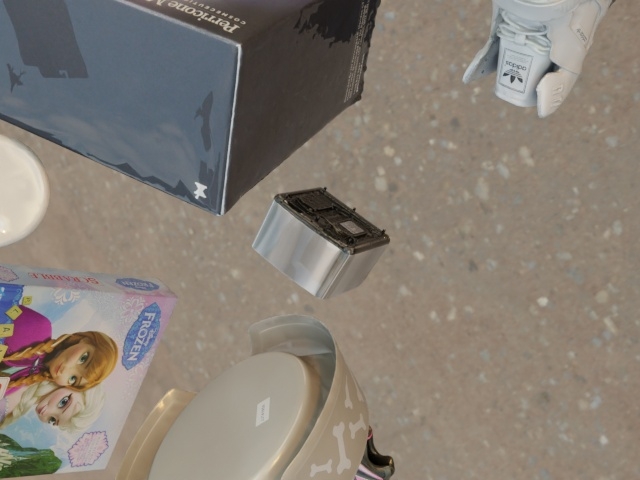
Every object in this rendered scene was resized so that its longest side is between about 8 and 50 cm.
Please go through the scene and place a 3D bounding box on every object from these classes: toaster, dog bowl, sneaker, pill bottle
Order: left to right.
[{"bbox_3d":[-0.369,-0.049,0.979,0.208,0.117,0.118,-2,109,63],"label":"pill bottle"},{"bbox_3d":[-0.091,0.252,1.082,0.102,0.349,0.348,48,156,-25],"label":"dog bowl"},{"bbox_3d":[0.000,0.000,1.463,0.168,0.185,0.110,36,111,18],"label":"toaster"},{"bbox_3d":[0.030,0.257,1.190,0.077,0.072,0.178,-40,100,24],"label":"sneaker"},{"bbox_3d":[0.245,-0.257,1.036,0.137,0.366,0.210,29,108,23],"label":"sneaker"}]

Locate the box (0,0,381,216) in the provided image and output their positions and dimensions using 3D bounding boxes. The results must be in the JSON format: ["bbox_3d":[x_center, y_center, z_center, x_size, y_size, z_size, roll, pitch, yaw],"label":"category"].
[{"bbox_3d":[-0.134,-0.209,0.891,0.296,0.294,0.183,23,129,16],"label":"box"}]

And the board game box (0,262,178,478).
[{"bbox_3d":[-0.397,0.192,1.287,0.066,0.318,0.319,36,109,39],"label":"board game box"}]
